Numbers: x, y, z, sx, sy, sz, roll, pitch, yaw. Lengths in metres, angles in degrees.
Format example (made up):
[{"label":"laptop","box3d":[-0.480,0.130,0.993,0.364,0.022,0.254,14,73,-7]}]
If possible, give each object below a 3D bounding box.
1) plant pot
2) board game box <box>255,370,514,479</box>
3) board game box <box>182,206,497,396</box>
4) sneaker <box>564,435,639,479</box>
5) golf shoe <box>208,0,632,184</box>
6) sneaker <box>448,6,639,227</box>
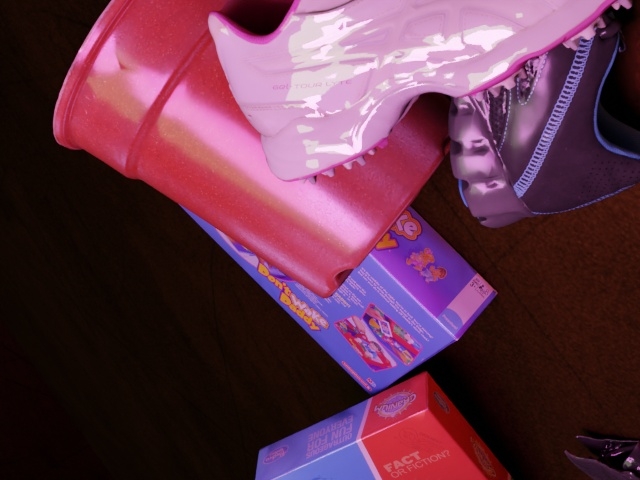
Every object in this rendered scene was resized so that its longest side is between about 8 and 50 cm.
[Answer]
[{"label":"plant pot","box3d":[-0.036,-0.106,0.799,0.265,0.272,0.272,39,150,0]},{"label":"board game box","box3d":[0.110,0.326,1.123,0.242,0.064,0.316,-30,116,21]},{"label":"board game box","box3d":[0.000,0.000,1.035,0.347,0.078,0.233,45,150,3]},{"label":"sneaker","box3d":[0.334,0.240,0.926,0.089,0.051,0.170,52,153,-18]},{"label":"golf shoe","box3d":[0.060,-0.148,0.555,0.306,0.115,0.140,-26,109,28]},{"label":"sneaker","box3d":[0.138,-0.172,0.657,0.140,0.125,0.340,-9,122,27]}]
